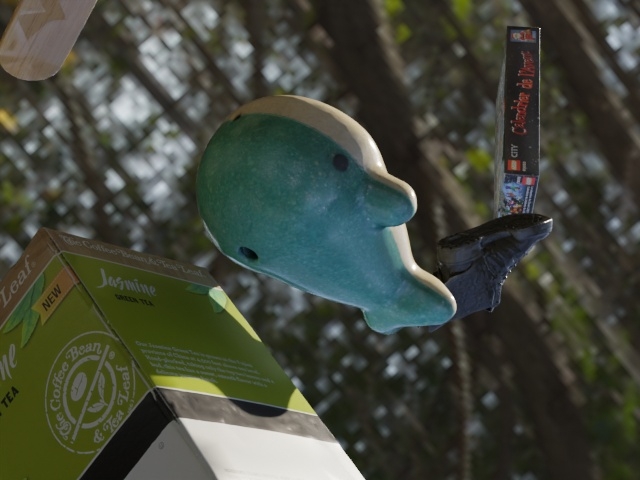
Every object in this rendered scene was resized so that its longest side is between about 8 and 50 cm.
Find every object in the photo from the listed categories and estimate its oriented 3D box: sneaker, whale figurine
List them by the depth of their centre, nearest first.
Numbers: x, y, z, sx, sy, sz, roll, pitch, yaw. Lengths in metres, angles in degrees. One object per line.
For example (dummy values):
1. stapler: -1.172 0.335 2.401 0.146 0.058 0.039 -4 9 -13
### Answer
1. whale figurine: 0.000 0.000 1.759 0.216 0.272 0.141 -14 -147 48
2. sneaker: 0.171 0.032 2.032 0.170 0.089 0.051 -17 -159 -30

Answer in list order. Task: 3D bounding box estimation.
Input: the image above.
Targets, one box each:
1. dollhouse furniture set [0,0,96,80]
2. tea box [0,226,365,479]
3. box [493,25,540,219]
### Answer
1. dollhouse furniture set: -0.453 -0.337 2.048 0.256 0.394 0.362 -55 -149 35
2. tea box: -0.182 0.225 1.674 0.329 0.220 0.323 -52 -128 17
3. box: 0.247 -0.131 2.473 0.159 0.044 0.233 93 2 -57
